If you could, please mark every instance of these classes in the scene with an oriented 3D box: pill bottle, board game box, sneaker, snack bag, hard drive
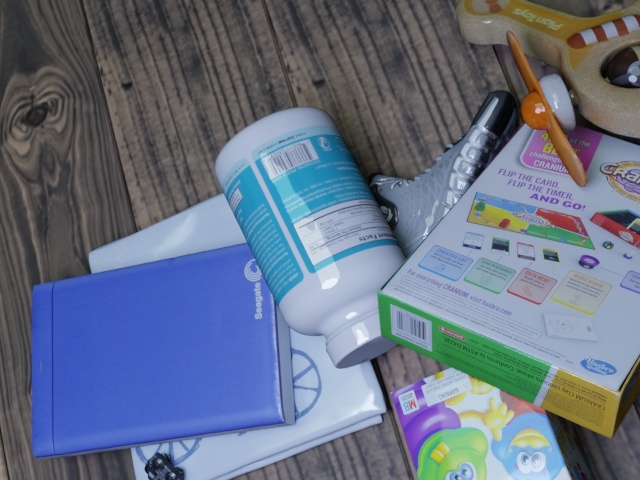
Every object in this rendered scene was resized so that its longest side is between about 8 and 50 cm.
[{"bbox_3d":[0.000,0.000,1.237,0.146,0.146,0.264,-30,72,13],"label":"pill bottle"},{"bbox_3d":[0.240,0.016,1.119,0.242,0.064,0.316,23,50,28],"label":"board game box"},{"bbox_3d":[0.120,-0.075,1.281,0.132,0.086,0.228,23,86,30],"label":"sneaker"},{"bbox_3d":[-0.114,0.103,1.358,0.323,0.037,0.342,-24,67,15],"label":"snack bag"},{"bbox_3d":[-0.189,0.128,1.338,0.319,0.040,0.210,-11,71,19],"label":"hard drive"},{"bbox_3d":[0.192,0.259,1.118,0.142,0.144,0.275,-25,66,16],"label":"board game box"}]

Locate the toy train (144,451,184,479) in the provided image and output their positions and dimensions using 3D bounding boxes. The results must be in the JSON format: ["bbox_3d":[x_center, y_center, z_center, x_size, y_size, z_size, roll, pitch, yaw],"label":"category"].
[{"bbox_3d":[-0.138,0.301,1.290,0.158,0.027,0.036,44,107,8],"label":"toy train"}]

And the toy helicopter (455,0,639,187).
[{"bbox_3d":[0.264,-0.190,1.211,0.235,0.140,0.355,-40,44,-17],"label":"toy helicopter"}]
